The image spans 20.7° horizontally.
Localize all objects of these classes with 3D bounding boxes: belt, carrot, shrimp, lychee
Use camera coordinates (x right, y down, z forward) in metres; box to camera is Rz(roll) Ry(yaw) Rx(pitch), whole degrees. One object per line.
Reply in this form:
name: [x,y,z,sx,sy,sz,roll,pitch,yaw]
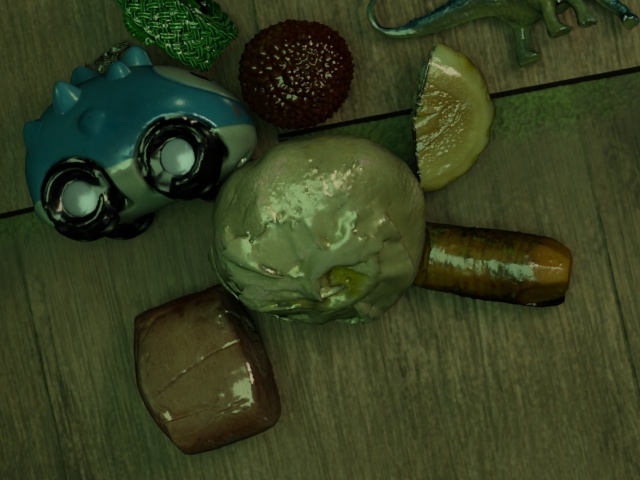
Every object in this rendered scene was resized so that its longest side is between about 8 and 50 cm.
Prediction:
belt: [-0.166,-0.243,1.884,0.079,0.121,0.151,-46,74,15]
carrot: [0.180,0.026,1.866,0.173,0.082,0.082,6,96,6]
shrimp: [-0.238,-0.192,1.948,0.092,0.029,0.038,-33,80,6]
lychee: [-0.023,-0.181,1.864,0.123,0.129,0.123,7,68,-17]

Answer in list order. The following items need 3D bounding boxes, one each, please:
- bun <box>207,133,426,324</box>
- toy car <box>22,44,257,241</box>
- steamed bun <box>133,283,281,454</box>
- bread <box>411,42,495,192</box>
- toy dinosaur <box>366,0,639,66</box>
bun: [0.000,0.000,1.816,0.239,0.141,0.239,-8,134,-9]
toy car: [-0.200,-0.108,1.868,0.255,0.188,0.190,-20,86,12]
steamed bun: [-0.127,0.143,1.921,0.145,0.106,0.175,-24,77,16]
bread: [0.138,-0.134,1.857,0.094,0.083,0.157,-7,104,9]
toy dinosaur: [0.233,-0.265,1.838,0.363,0.076,0.147,-25,71,10]
